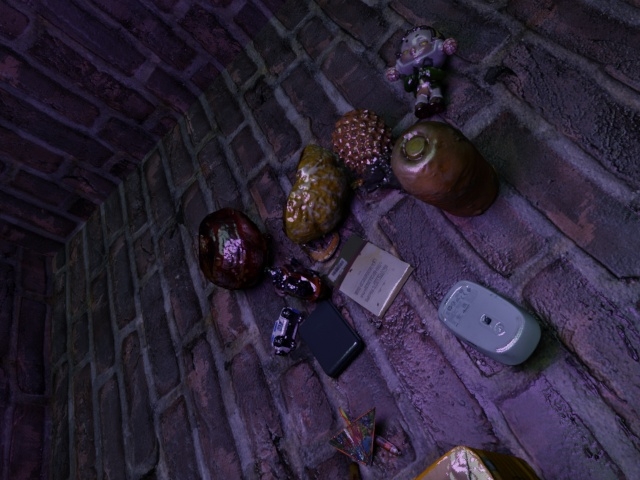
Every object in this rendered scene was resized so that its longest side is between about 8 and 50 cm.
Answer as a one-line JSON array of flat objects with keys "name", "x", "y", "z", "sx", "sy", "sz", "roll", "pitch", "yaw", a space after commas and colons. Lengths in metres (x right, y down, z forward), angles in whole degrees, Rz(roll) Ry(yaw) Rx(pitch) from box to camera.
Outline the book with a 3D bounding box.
[{"name": "book", "x": 0.153, "y": 0.111, "z": 1.613, "sx": 0.289, "sy": 0.026, "sz": 0.201, "roll": 34, "pitch": 91, "yaw": 45}]

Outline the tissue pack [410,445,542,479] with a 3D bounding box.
[{"name": "tissue pack", "x": 0.313, "y": 0.593, "z": 0.975, "sx": 0.293, "sy": 0.382, "sz": 0.228, "roll": -46, "pitch": 48, "yaw": 10}]

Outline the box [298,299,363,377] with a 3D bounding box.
[{"name": "box", "x": 0.031, "y": 0.320, "z": 1.586, "sx": 0.160, "sy": 0.050, "sz": 0.230, "roll": -49, "pitch": 46, "yaw": 8}]

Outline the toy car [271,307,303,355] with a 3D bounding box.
[{"name": "toy car", "x": -0.124, "y": 0.322, "z": 1.695, "sx": 0.070, "sy": 0.080, "sz": 0.170, "roll": 1, "pitch": 69, "yaw": 42}]

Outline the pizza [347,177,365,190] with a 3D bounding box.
[{"name": "pizza", "x": 0.135, "y": -0.210, "z": 1.810, "sx": 0.083, "sy": 0.016, "sz": 0.037, "roll": -31, "pitch": 50, "yaw": 19}]

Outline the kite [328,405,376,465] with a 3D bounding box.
[{"name": "kite", "x": 0.107, "y": 0.561, "z": 1.391, "sx": 0.241, "sy": 0.014, "sz": 0.183, "roll": -55, "pitch": 54, "yaw": 30}]

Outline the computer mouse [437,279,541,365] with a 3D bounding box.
[{"name": "computer mouse", "x": 0.445, "y": 0.217, "z": 1.268, "sx": 0.159, "sy": 0.097, "sz": 0.288, "roll": -59, "pitch": 34, "yaw": 1}]

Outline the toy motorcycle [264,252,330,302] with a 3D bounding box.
[{"name": "toy motorcycle", "x": -0.094, "y": 0.137, "z": 1.720, "sx": 0.401, "sy": 0.207, "sz": 0.134, "roll": 22, "pitch": 96, "yaw": 61}]

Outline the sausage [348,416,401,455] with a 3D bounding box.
[{"name": "sausage", "x": 0.153, "y": 0.559, "z": 1.373, "sx": 0.198, "sy": 0.025, "sz": 0.028, "roll": 18, "pitch": 88, "yaw": 44}]

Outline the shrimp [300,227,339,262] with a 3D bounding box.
[{"name": "shrimp", "x": -0.002, "y": -0.002, "z": 1.798, "sx": 0.195, "sy": 0.035, "sz": 0.147, "roll": 33, "pitch": 89, "yaw": 46}]

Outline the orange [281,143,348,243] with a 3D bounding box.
[{"name": "orange", "x": -0.013, "y": -0.159, "z": 1.724, "sx": 0.211, "sy": 0.271, "sz": 0.368, "roll": 14, "pitch": 81, "yaw": 12}]

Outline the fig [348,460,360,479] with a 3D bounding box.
[{"name": "fig", "x": 0.130, "y": 0.731, "z": 1.246, "sx": 0.190, "sy": 0.191, "sz": 0.290, "roll": -59, "pitch": 9, "yaw": -2}]

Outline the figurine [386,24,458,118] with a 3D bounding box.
[{"name": "figurine", "x": 0.376, "y": -0.620, "z": 1.734, "sx": 0.281, "sy": 0.167, "sz": 0.369, "roll": -17, "pitch": 65, "yaw": 35}]

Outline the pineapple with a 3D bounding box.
[{"name": "pineapple", "x": 0.191, "y": -0.289, "z": 1.693, "sx": 0.223, "sy": 0.223, "sz": 0.357, "roll": -39, "pitch": 59, "yaw": 17}]

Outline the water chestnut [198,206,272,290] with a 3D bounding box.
[{"name": "water chestnut", "x": -0.320, "y": 0.028, "z": 1.892, "sx": 0.350, "sy": 0.302, "sz": 0.350, "roll": 24, "pitch": 119, "yaw": 51}]

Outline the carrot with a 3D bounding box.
[{"name": "carrot", "x": 0.360, "y": -0.200, "z": 1.395, "sx": 0.224, "sy": 0.341, "sz": 0.224, "roll": -18, "pitch": 61, "yaw": 35}]
